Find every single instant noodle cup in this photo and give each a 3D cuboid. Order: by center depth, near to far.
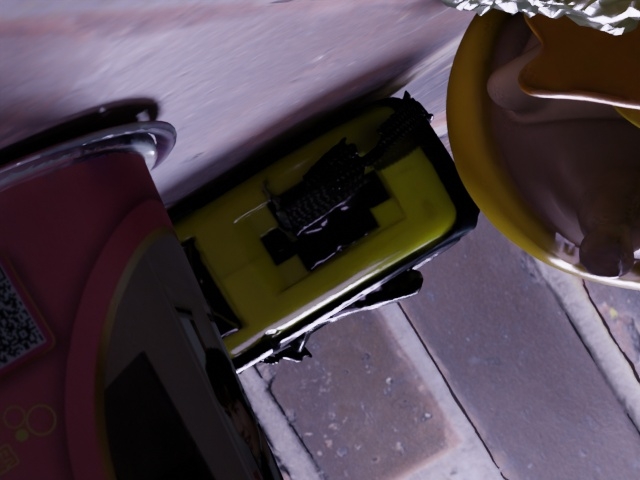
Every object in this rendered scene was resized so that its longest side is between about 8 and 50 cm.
[{"bbox_3d":[-0.099,0.120,0.669,0.244,0.255,0.244,-29,175,-3],"label":"instant noodle cup"}]

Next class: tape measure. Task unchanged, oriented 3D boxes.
[{"bbox_3d":[0.000,0.000,1.034,0.186,0.112,0.199,-34,178,4],"label":"tape measure"}]

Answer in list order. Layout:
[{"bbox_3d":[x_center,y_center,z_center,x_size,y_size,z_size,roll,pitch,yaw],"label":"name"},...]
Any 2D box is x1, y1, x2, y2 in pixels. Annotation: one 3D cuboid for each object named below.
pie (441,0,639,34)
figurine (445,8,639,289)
[{"bbox_3d":[0.109,-0.120,0.303,0.257,0.105,0.274,-16,167,-41],"label":"pie"},{"bbox_3d":[0.156,-0.075,0.773,0.215,0.187,0.343,-8,175,7],"label":"figurine"}]
